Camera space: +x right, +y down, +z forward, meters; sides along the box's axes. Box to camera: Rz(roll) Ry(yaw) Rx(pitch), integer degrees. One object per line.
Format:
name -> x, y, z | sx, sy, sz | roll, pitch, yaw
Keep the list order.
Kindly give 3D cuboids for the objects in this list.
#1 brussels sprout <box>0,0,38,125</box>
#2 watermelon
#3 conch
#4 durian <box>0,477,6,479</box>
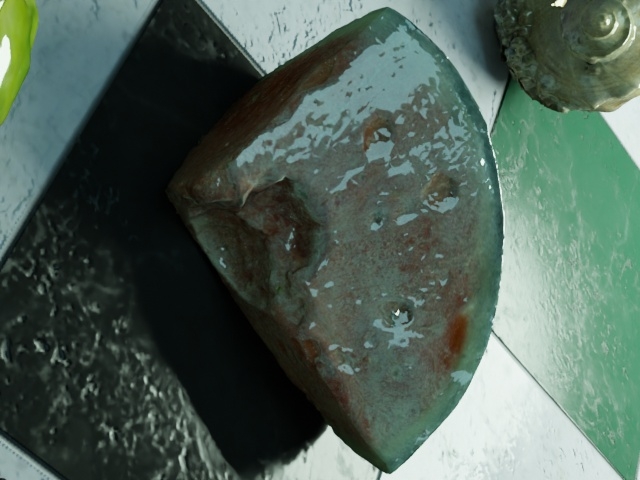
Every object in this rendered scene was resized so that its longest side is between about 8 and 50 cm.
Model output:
brussels sprout -> -0.231, -0.117, 0.566 | 0.223, 0.161, 0.223 | 8, 78, -42
watermelon -> 0.000, 0.000, 0.856 | 0.226, 0.148, 0.318 | -3, 95, -32
conch -> 0.251, -0.210, 1.166 | 0.245, 0.163, 0.178 | -5, 100, -79
durian -> -0.198, 0.177, 0.528 | 0.196, 0.167, 0.196 | 19, 53, -27
